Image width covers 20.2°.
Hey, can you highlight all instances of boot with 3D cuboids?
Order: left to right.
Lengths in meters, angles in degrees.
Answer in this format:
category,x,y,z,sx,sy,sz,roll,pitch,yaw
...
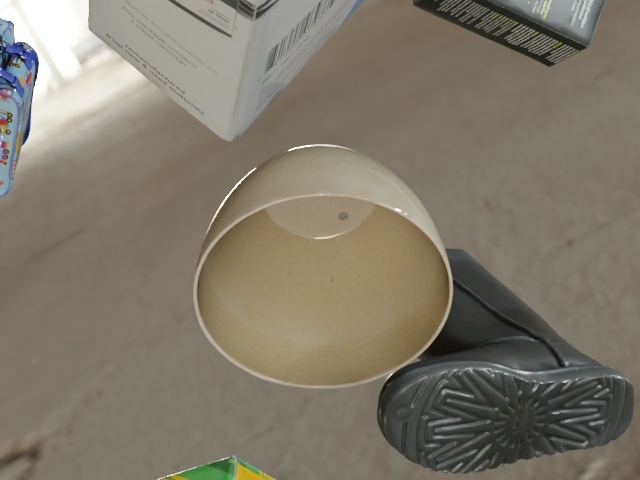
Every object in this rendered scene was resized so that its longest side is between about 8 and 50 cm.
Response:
category,x,y,z,sx,sy,sz,roll,pitch,yaw
boot,0.148,0.135,2.386,0.367,0.146,0.445,4,22,-29

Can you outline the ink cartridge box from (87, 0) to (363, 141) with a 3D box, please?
category,x,y,z,sx,sy,sz,roll,pitch,yaw
ink cartridge box,-0.021,-0.291,1.329,0.285,0.166,0.395,-49,-7,-21

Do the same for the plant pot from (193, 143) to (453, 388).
category,x,y,z,sx,sy,sz,roll,pitch,yaw
plant pot,0.000,0.000,2.027,0.284,0.284,0.191,-26,37,19

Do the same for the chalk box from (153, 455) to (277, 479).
category,x,y,z,sx,sy,sz,roll,pitch,yaw
chalk box,-0.147,0.358,1.815,0.289,0.179,0.180,-22,49,32

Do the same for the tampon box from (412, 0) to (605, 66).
category,x,y,z,sx,sy,sz,roll,pitch,yaw
tampon box,0.195,-0.264,1.777,0.120,0.161,0.101,-69,13,-12

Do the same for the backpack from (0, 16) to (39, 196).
category,x,y,z,sx,sy,sz,roll,pitch,yaw
backpack,-0.328,-0.143,1.701,0.117,0.158,0.173,11,34,-5
